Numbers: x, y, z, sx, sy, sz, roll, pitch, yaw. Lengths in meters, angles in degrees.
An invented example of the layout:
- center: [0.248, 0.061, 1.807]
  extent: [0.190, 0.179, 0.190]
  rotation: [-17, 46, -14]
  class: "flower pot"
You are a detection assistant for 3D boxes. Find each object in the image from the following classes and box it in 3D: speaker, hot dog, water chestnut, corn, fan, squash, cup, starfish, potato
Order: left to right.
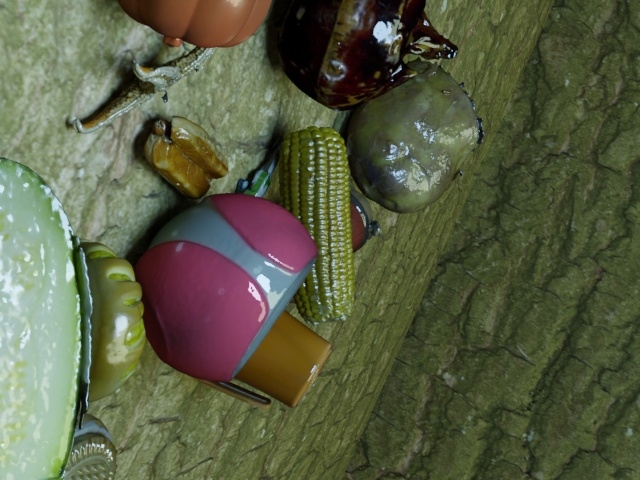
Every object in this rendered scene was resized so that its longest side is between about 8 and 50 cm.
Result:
- center: [-0.343, 0.082, 0.983]
  extent: [0.234, 0.210, 0.308]
  rotation: [4, 117, -52]
  class: "squash"
- center: [-0.199, -0.206, 1.179]
  extent: [0.138, 0.050, 0.247]
  rotation: [-34, -169, 46]
  class: "starfish"
- center: [-0.193, -0.118, 1.365]
  extent: [0.092, 0.062, 0.235]
  rotation: [-46, 164, -6]
  class: "hot dog"
- center: [-0.158, -0.020, 1.653]
  extent: [0.038, 0.016, 0.193]
  rotation: [-28, 140, -57]
  class: "fan"
- center: [-0.136, 0.064, 1.428]
  extent: [0.294, 0.294, 0.294]
  rotation: [-52, 158, -32]
  class: "speaker"
- center: [-0.130, 0.187, 1.647]
  extent: [0.226, 0.264, 0.182]
  rotation: [-62, 173, 30]
  class: "cup"
- center: [-0.005, -0.022, 1.637]
  extent: [0.131, 0.131, 0.344]
  rotation: [0, 86, -70]
  class: "corn"
- center: [0.081, -0.343, 1.484]
  extent: [0.300, 0.300, 0.300]
  rotation: [-52, 158, -32]
  class: "water chestnut"
- center: [0.157, -0.204, 1.943]
  extent: [0.237, 0.288, 0.300]
  rotation: [-22, 153, -40]
  class: "potato"

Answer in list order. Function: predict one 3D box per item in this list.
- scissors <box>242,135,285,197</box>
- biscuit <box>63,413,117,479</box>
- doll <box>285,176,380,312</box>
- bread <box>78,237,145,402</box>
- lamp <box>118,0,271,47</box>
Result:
- center: [-0.105, -0.099, 1.639]
  extent: [0.101, 0.027, 0.204]
  rotation: [100, 15, -62]
  class: "scissors"
- center: [-0.402, 0.389, 1.430]
  extent: [0.259, 0.079, 0.259]
  rotation: [-53, 159, -31]
  class: "biscuit"
- center: [0.000, 0.000, 1.851]
  extent: [0.330, 0.174, 0.235]
  rotation: [-44, 151, -44]
  class: "doll"
- center: [-0.287, 0.097, 1.166]
  extent: [0.105, 0.213, 0.213]
  rotation: [7, 110, -39]
  class: "bread"
- center: [-0.146, -0.297, 1.074]
  extent: [0.188, 0.188, 0.163]
  rotation: [-25, 143, -62]
  class: "lamp"
